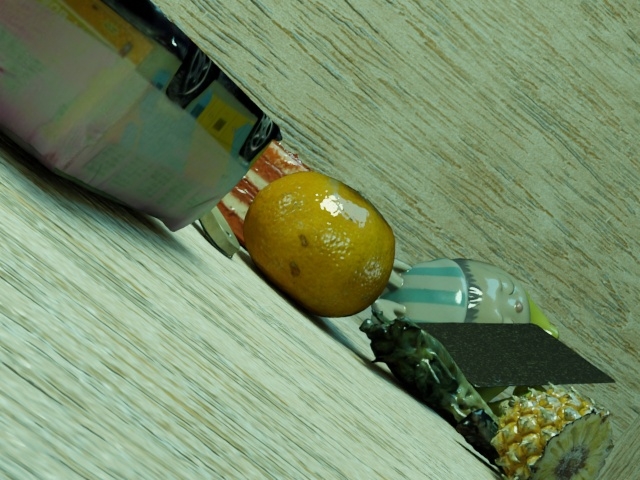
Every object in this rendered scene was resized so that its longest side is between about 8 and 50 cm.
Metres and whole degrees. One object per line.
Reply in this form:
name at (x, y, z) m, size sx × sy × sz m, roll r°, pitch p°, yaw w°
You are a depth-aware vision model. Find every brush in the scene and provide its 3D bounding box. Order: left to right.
brush at (-0.191, -0.080, 1.500) m, size 0.070 × 0.065 × 0.327 m, roll 48°, pitch 5°, yaw -48°

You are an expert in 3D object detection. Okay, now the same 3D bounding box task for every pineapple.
pineapple at (0.285, 0.255, 1.519) m, size 0.176 × 0.162 × 0.137 m, roll 9°, pitch 20°, yaw -41°

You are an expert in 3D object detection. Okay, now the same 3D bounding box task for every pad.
pad at (0.319, 0.191, 1.955) m, size 0.330 × 0.004 × 0.220 m, roll 4°, pitch 22°, yaw -34°

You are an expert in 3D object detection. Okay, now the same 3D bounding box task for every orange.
orange at (0.000, 0.000, 1.552) m, size 0.224 × 0.170 × 0.224 m, roll 43°, pitch 2°, yaw -2°

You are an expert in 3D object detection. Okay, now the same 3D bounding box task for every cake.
cake at (-0.101, -0.084, 1.725) m, size 0.262 × 0.158 × 0.159 m, roll 40°, pitch -1°, yaw -8°

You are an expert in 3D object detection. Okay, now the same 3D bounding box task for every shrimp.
shrimp at (0.182, 0.222, 1.619) m, size 0.272 × 0.085 × 0.445 m, roll 49°, pitch 3°, yaw 41°

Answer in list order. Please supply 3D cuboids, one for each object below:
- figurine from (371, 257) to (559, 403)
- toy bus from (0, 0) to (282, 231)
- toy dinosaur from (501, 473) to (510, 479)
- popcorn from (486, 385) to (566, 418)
figurine at (0.217, 0.102, 2.218) m, size 0.377 × 0.266 × 0.361 m, roll 43°, pitch -8°, yaw -30°
toy bus at (-0.172, -0.123, 1.032) m, size 0.171 × 0.162 × 0.386 m, roll 43°, pitch 3°, yaw 13°
toy dinosaur at (0.283, 0.338, 1.363) m, size 0.126 × 0.039 × 0.162 m, roll 44°, pitch 5°, yaw 36°
popcorn at (0.362, 0.311, 1.890) m, size 0.197 × 0.156 × 0.197 m, roll 28°, pitch 3°, yaw -1°
